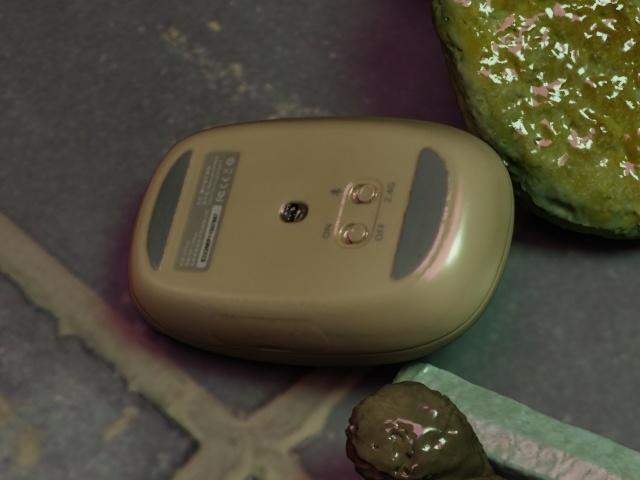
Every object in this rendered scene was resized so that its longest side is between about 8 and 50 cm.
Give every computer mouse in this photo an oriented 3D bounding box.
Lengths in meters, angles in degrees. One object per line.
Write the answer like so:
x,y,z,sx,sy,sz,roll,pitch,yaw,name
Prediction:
0.000,0.000,1.056,0.236,0.082,0.145,-1,65,30,computer mouse

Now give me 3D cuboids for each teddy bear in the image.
0.036,0.189,0.921,0.190,0.140,0.177,-39,34,-4,teddy bear

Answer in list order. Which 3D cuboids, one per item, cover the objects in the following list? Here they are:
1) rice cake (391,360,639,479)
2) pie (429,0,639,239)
0.141,0.127,0.980,0.245,0.042,0.045,22,62,24,rice cake
0.188,-0.137,1.051,0.277,0.078,0.277,0,92,-1,pie
